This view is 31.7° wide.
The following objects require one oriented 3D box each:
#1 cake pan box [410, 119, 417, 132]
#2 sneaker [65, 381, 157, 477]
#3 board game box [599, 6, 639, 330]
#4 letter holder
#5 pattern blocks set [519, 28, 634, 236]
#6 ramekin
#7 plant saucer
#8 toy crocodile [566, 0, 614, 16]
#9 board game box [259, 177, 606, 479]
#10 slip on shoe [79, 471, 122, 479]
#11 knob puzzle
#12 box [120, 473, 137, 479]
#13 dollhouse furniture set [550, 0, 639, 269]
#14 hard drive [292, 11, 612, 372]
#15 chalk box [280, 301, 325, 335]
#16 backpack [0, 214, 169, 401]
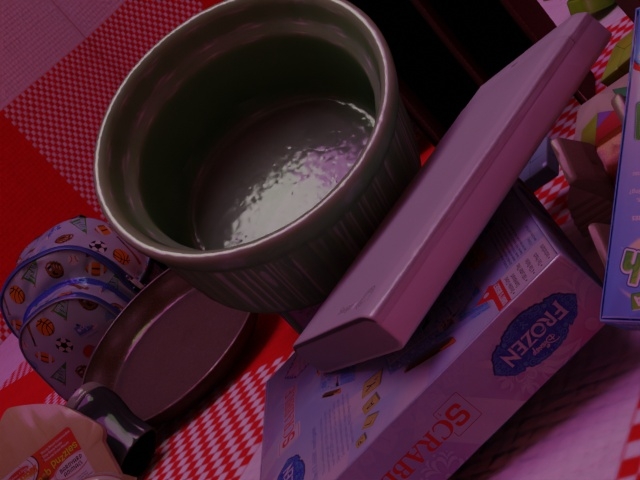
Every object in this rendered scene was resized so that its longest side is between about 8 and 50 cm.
[{"bbox_3d":[0.120,-0.236,1.712,0.267,0.070,0.246,-111,43,-76],"label":"cake pan box"},{"bbox_3d":[-0.292,0.295,1.380,0.083,0.118,0.222,17,-79,-57],"label":"sneaker"},{"bbox_3d":[0.258,-0.048,0.682,0.160,0.039,0.212,0,75,45],"label":"board game box"},{"bbox_3d":[0.156,-0.219,1.249,0.152,0.302,0.214,-35,15,25],"label":"letter holder"},{"bbox_3d":[0.282,-0.101,0.967,0.325,0.026,0.285,-45,24,31],"label":"pattern blocks set"},{"bbox_3d":[-0.050,-0.078,1.081,0.303,0.148,0.303,-12,56,19],"label":"ramekin"},{"bbox_3d":[-0.193,0.137,1.524,0.310,0.050,0.311,-30,32,21],"label":"plant saucer"},{"bbox_3d":[0.395,-0.374,1.477,0.105,0.115,0.340,-26,10,-21],"label":"toy crocodile"},{"bbox_3d":[0.074,0.093,0.932,0.318,0.066,0.319,-47,12,13],"label":"board game box"},{"bbox_3d":[-0.326,0.368,1.181,0.331,0.123,0.101,-35,18,7],"label":"slip on shoe"},{"bbox_3d":[-0.322,0.280,1.343,0.213,0.213,0.030,-39,-21,11],"label":"knob puzzle"},{"bbox_3d":[-0.213,0.330,1.020,0.201,0.021,0.164,-87,19,-71],"label":"box"},{"bbox_3d":[0.301,-0.118,0.791,0.262,0.135,0.259,-37,53,30],"label":"dollhouse furniture set"},{"bbox_3d":[0.103,-0.033,0.920,0.307,0.040,0.203,-53,6,-20],"label":"hard drive"},{"bbox_3d":[0.000,0.000,1.252,0.180,0.179,0.289,-42,20,-4],"label":"chalk box"},{"bbox_3d":[-0.361,0.107,1.752,0.276,0.263,0.213,-36,15,18],"label":"backpack"}]
